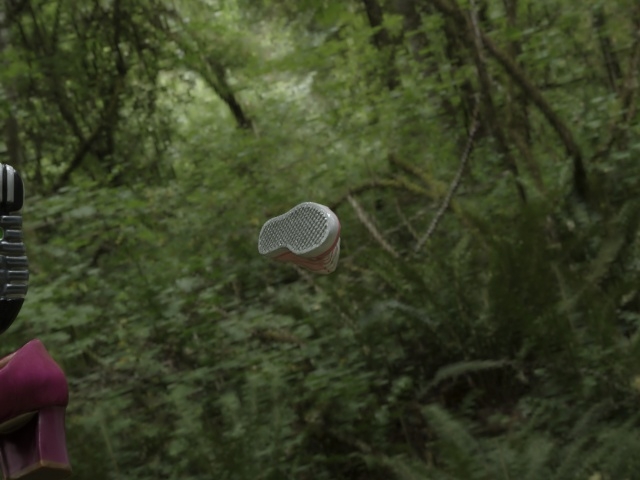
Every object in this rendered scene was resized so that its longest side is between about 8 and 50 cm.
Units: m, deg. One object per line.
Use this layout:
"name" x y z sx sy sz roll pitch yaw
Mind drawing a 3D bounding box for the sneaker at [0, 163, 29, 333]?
"sneaker" -0.438 0.018 1.265 0.086 0.228 0.132 8 -9 -23

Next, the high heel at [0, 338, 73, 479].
"high heel" -0.392 0.148 0.987 0.127 0.181 0.377 -23 -26 5

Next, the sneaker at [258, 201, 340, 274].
"sneaker" 0.000 0.000 0.875 0.070 0.051 0.134 17 -13 -26
